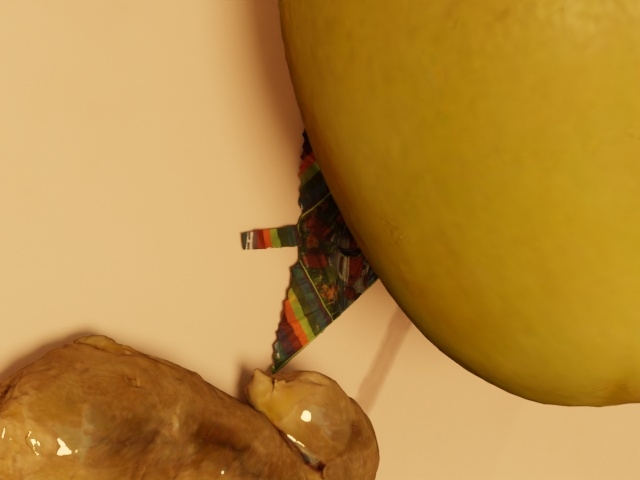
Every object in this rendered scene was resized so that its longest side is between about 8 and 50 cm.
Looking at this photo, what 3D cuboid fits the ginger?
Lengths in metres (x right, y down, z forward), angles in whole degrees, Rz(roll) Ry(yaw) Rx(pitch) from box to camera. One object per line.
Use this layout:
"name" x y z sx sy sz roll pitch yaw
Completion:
"ginger" -0.043 0.110 0.669 0.214 0.059 0.133 16 73 -43

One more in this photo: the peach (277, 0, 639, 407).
"peach" 0.128 -0.084 0.683 0.281 0.314 0.316 -18 101 -6

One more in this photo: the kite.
"kite" 0.000 0.000 0.749 0.090 0.004 0.122 8 83 -42
